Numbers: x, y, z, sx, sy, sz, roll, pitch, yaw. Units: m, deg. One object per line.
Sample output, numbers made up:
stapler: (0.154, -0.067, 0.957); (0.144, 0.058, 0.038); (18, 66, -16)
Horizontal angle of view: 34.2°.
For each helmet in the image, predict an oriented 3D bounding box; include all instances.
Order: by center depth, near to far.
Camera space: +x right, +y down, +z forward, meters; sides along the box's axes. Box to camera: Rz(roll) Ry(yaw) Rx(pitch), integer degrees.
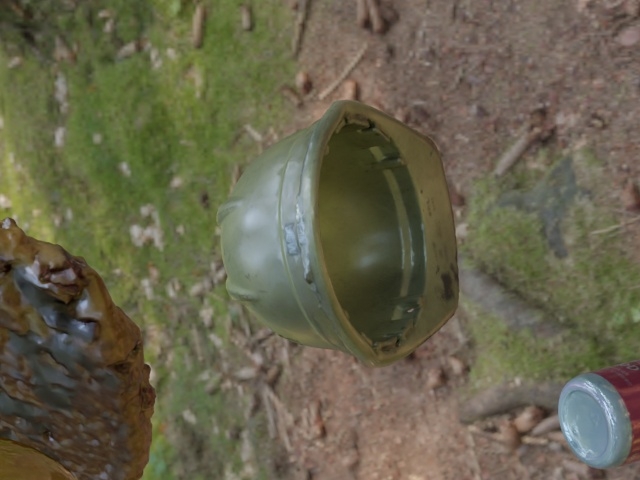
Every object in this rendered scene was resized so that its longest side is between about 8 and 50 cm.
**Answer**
helmet: (-0.001, 0.000, 0.823); (0.137, 0.257, 0.204); (-8, 85, 29)

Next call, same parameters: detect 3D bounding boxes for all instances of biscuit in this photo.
biscuit: (-0.277, 0.102, 0.935); (0.289, 0.081, 0.334); (19, 134, 10)

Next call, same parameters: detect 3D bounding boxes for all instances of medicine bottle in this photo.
medicine bottle: (0.339, 0.152, 0.999); (0.090, 0.217, 0.090); (-144, 49, -57)

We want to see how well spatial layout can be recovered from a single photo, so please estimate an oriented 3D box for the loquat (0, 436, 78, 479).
loquat: (-0.167, 0.160, 0.467); (0.163, 0.163, 0.137); (41, 150, 41)
